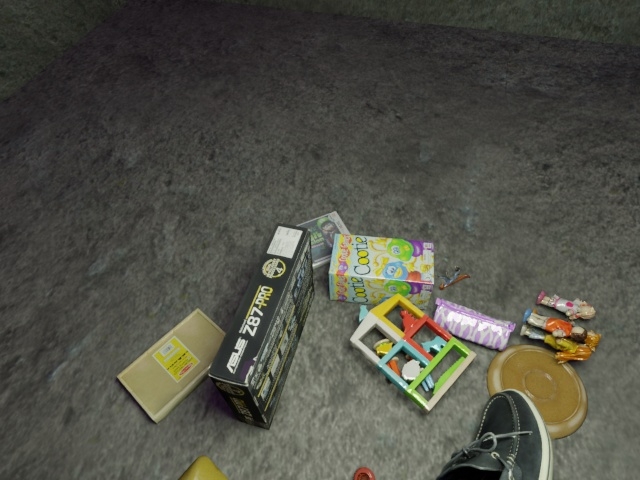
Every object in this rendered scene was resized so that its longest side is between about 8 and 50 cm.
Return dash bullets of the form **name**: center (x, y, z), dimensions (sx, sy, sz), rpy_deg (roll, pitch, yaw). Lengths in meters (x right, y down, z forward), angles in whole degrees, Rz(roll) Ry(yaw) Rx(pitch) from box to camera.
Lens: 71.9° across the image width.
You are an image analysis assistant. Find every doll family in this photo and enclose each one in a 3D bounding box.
- **doll family**: center (0.616, 0.229, 1.122), dimensions (0.163, 0.119, 0.263), rpy_deg (20, 23, 33)

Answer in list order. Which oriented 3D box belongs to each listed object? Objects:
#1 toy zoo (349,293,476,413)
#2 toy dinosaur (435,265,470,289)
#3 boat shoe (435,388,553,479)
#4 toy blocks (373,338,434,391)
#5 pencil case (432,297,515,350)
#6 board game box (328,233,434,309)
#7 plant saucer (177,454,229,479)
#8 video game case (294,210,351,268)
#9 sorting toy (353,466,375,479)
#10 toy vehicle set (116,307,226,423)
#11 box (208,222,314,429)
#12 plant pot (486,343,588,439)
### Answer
- **toy zoo**: center (0.211, 0.258, 1.108), dimensions (0.192, 0.030, 0.293), rpy_deg (-38, 60, -24)
- **toy dinosaur**: center (0.381, 0.115, 1.275), dimensions (0.090, 0.047, 0.082), rpy_deg (28, 76, 10)
- **boat shoe**: center (0.319, 0.460, 0.842), dimensions (0.156, 0.187, 0.500), rpy_deg (36, 40, 6)
- **toy blocks**: center (0.215, 0.317, 1.117), dimensions (0.123, 0.054, 0.148), rpy_deg (-15, 53, -9)
- **pencil case**: center (0.398, 0.220, 1.160), dimensions (0.206, 0.088, 0.086), rpy_deg (16, 53, 16)
- **board game box**: center (0.169, 0.087, 1.242), dimensions (0.275, 0.142, 0.144), rpy_deg (5, 52, 7)
- **plant saucer**: center (-0.258, 0.658, 0.865), dimensions (0.332, 0.081, 0.332), rpy_deg (32, 60, 25)
- **video game case**: center (0.000, 0.000, 1.396), dimensions (0.190, 0.022, 0.173), rpy_deg (-21, 54, -12)
- **sorting toy**: center (0.107, 0.548, 0.958), dimensions (0.061, 0.042, 0.102), rpy_deg (-13, 63, 13)
- **toy vehicle set**: center (-0.372, 0.320, 1.161), dimensions (0.166, 0.035, 0.267), rpy_deg (35, 62, 26)
- **box**: center (-0.112, 0.205, 1.057), dimensions (0.097, 0.318, 0.395), rpy_deg (11, 55, 13)
- **plant pot**: center (0.532, 0.358, 1.080), dimensions (0.236, 0.032, 0.236), rpy_deg (-2, 52, 3)
